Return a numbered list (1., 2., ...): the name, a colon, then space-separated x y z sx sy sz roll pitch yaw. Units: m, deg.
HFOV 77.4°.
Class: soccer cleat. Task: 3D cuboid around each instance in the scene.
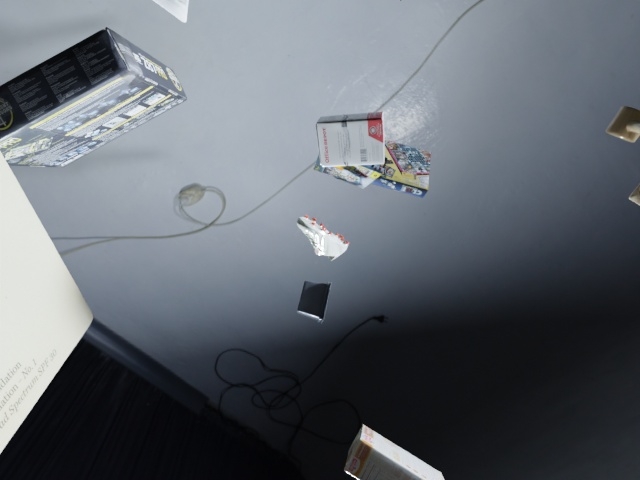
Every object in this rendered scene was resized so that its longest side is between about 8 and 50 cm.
1. soccer cleat: 0.000 0.000 1.041 0.076 0.068 0.196 -50 137 9

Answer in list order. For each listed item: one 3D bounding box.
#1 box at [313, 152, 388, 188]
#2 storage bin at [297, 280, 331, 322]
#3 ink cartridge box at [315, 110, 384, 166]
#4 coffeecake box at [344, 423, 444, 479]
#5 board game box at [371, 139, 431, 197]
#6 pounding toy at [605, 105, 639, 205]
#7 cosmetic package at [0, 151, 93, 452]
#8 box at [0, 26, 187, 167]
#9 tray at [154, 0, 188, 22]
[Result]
1. box: 0.070 -0.201 1.054 0.159 0.233 0.044 21 87 -5
2. storage bin: -0.023 0.199 1.337 0.091 0.098 0.135 15 71 0
3. ink cartridge box: 0.066 -0.212 0.840 0.136 0.056 0.099 0 123 12
4. coffeecake box: 0.147 0.455 0.786 0.186 0.142 0.068 27 81 14
5. board game box: 0.215 -0.236 1.236 0.244 0.164 0.042 16 148 -2
6. pounding toy: 0.388 -0.060 0.424 0.181 0.206 0.094 -1 128 -30
7. cosmetic package: -0.282 -0.017 0.233 0.113 0.160 0.309 -10 119 1
8. box: -0.535 -0.288 0.890 0.396 0.318 0.097 -25 100 6
9. tray: -0.370 -0.715 1.003 0.030 0.145 0.269 4 86 29
